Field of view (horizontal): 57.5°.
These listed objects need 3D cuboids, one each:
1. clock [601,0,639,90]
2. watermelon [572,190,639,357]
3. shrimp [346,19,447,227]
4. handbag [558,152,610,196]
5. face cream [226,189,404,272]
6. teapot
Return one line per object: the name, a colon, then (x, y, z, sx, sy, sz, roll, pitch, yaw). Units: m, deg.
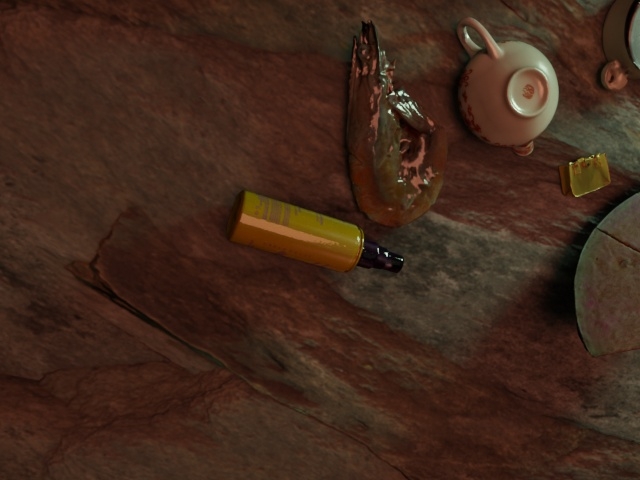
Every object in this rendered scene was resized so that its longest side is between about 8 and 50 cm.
clock: (0.552, -0.344, 0.966, 0.156, 0.063, 0.229, 39, 91, -18)
watermelon: (0.595, 0.074, 1.005, 0.292, 0.319, 0.222, -12, 143, 25)
shrimp: (0.116, -0.172, 0.886, 0.164, 0.062, 0.316, -14, 109, -16)
handbag: (0.456, -0.113, 1.006, 0.083, 0.027, 0.061, -21, 105, -13)
face cream: (0.000, 0.000, 0.878, 0.274, 0.078, 0.078, 17, 96, -18)
teapot: (0.286, -0.237, 0.902, 0.159, 0.116, 0.245, -29, 102, 4)
